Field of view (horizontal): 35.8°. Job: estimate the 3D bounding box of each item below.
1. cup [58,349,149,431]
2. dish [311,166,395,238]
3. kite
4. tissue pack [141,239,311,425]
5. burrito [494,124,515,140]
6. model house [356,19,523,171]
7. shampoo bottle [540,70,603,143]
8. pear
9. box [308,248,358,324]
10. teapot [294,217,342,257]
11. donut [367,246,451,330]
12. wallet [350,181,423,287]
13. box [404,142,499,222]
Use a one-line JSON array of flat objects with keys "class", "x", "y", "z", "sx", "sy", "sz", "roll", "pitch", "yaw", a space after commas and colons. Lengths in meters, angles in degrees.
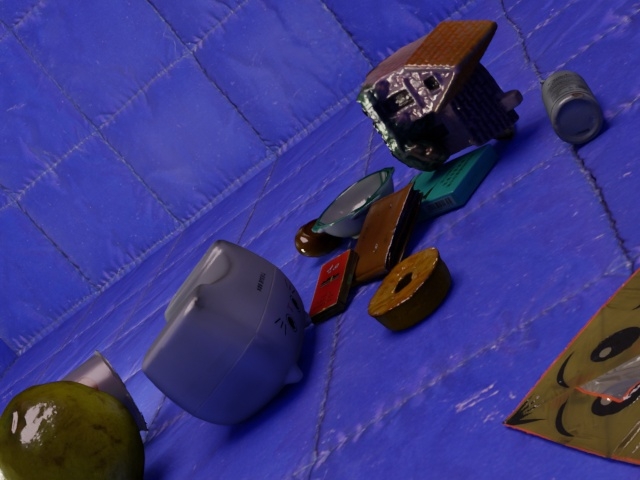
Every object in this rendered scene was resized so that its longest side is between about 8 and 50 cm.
[{"class": "cup", "x": -0.513, "y": 0.376, "z": 1.961, "sx": 0.288, "sy": 0.203, "sz": 0.203, "roll": -31, "pitch": 10, "yaw": -20}, {"class": "dish", "x": 0.092, "y": -0.062, "z": 2.117, "sx": 0.224, "sy": 0.078, "sz": 0.246, "roll": -38, "pitch": 13, "yaw": -1}, {"class": "kite", "x": 0.325, "y": 0.123, "z": 1.032, "sx": 0.327, "sy": 0.013, "sz": 0.377, "roll": -35, "pitch": 15, "yaw": 25}, {"class": "tissue pack", "x": -0.152, "y": 0.167, "z": 1.739, "sx": 0.229, "sy": 0.236, "sz": 0.333, "roll": -51, "pitch": 10, "yaw": 20}, {"class": "burrito", "x": 0.366, "y": -0.234, "z": 2.009, "sx": 0.055, "sy": 0.041, "sz": 0.149, "roll": -39, "pitch": 15, "yaw": 22}, {"class": "model house", "x": 0.243, "y": -0.280, "z": 1.900, "sx": 0.237, "sy": 0.237, "sz": 0.202, "roll": -25, "pitch": 14, "yaw": 46}, {"class": "shampoo bottle", "x": 0.440, "y": -0.246, "z": 1.756, "sx": 0.085, "sy": 0.085, "sz": 0.262, "roll": -36, "pitch": 13, "yaw": 18}, {"class": "pear", "x": -0.447, "y": 0.384, "z": 1.749, "sx": 0.269, "sy": 0.269, "sz": 0.321, "roll": -41, "pitch": 51, "yaw": -6}, {"class": "box", "x": 0.023, "y": 0.087, "z": 1.863, "sx": 0.090, "sy": 0.023, "sz": 0.133, "roll": -29, "pitch": 34, "yaw": 43}, {"class": "teapot", "x": 0.000, "y": 0.000, "z": 2.207, "sx": 0.098, "sy": 0.078, "sz": 0.129, "roll": 25, "pitch": 44, "yaw": 31}, {"class": "donut", "x": 0.145, "y": 0.080, "z": 1.561, "sx": 0.152, "sy": 0.058, "sz": 0.152, "roll": -38, "pitch": 14, "yaw": 11}, {"class": "wallet", "x": 0.119, "y": -0.005, "z": 1.874, "sx": 0.161, "sy": 0.042, "sz": 0.196, "roll": -28, "pitch": 35, "yaw": 57}, {"class": "box", "x": 0.229, "y": -0.100, "z": 1.948, "sx": 0.226, "sy": 0.042, "sz": 0.161, "roll": -21, "pitch": 22, "yaw": 52}]
